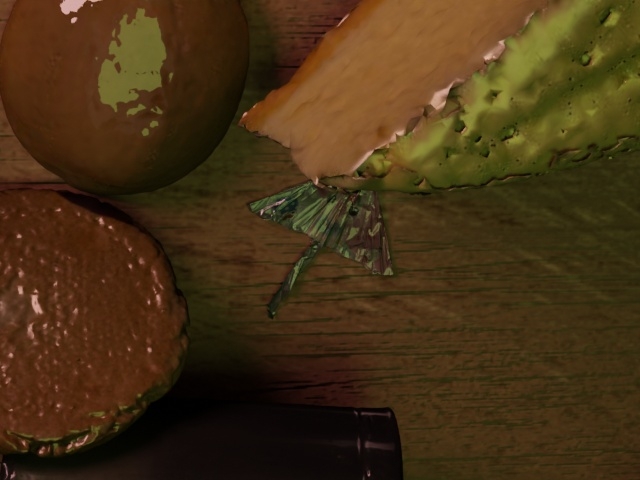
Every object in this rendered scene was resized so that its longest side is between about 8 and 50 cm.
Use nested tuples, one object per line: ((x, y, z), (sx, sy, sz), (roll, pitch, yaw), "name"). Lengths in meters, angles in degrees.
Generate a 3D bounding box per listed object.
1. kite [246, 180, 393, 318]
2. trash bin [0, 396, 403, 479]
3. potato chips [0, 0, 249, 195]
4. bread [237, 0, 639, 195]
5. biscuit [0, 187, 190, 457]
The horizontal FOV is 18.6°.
((0.000, 0.000, 1.554), (0.139, 0.011, 0.156), (29, 107, -20), "kite")
((-0.098, 0.221, 1.520), (0.301, 0.252, 0.203), (4, 114, -6), "trash bin")
((-0.138, -0.123, 1.436), (0.195, 0.062, 0.208), (40, 105, -23), "potato chips")
((0.123, -0.185, 1.355), (0.315, 0.248, 0.279), (-7, 118, -19), "bread")
((-0.209, 0.060, 1.450), (0.226, 0.226, 0.042), (-2, 158, -11), "biscuit")
